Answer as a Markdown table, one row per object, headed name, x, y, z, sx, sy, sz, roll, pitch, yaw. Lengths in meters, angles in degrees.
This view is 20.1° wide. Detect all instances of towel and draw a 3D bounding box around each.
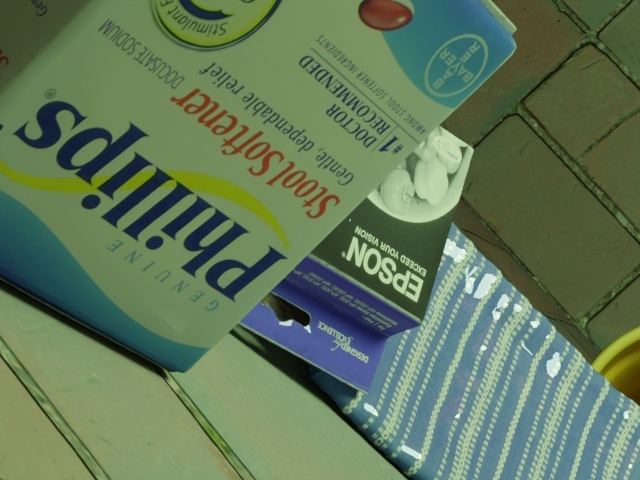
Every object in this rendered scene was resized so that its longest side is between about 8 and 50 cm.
| name | x | y | z | sx | sy | sz | roll | pitch | yaw |
| --- | --- | --- | --- | --- | --- | --- | --- | --- | --- |
| towel | 0.143 | 0.129 | 1.462 | 0.336 | 0.040 | 0.243 | 44 | 42 | -16 |

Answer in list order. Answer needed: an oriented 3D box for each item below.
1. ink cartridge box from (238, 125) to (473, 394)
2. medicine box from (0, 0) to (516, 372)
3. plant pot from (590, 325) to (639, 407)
| name | x | y | z | sx | sy | sz | roll | pitch | yaw |
| --- | --- | --- | --- | --- | --- | --- | --- | --- | --- |
| ink cartridge box | 0.006 | -0.021 | 1.310 | 0.206 | 0.208 | 0.045 | 30 | -22 | -34 |
| medicine box | -0.083 | -0.106 | 1.006 | 0.263 | 0.289 | 0.149 | 36 | 12 | -50 |
| plant pot | 0.378 | 0.225 | 1.926 | 0.254 | 0.254 | 0.239 | 48 | -7 | 11 |
